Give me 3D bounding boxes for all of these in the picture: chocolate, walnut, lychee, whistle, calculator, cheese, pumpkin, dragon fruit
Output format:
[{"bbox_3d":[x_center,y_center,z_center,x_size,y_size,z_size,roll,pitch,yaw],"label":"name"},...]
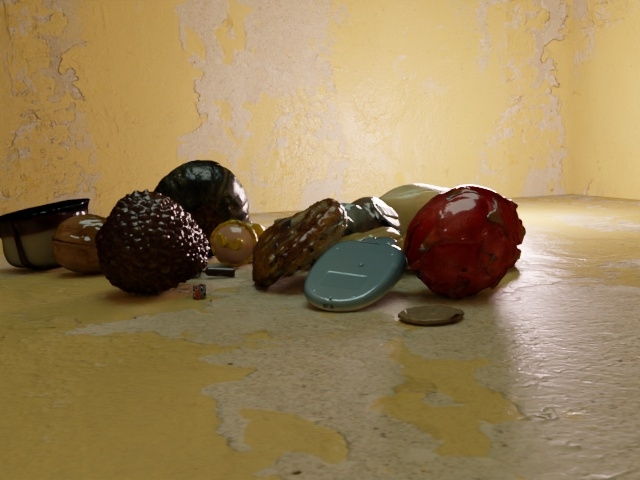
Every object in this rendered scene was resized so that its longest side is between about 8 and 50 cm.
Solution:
[{"bbox_3d":[-0.822,-0.009,2.102,0.283,0.186,0.283,-10,13,2],"label":"chocolate"},{"bbox_3d":[-0.644,0.010,1.946,0.207,0.168,0.167,5,6,-7],"label":"walnut"},{"bbox_3d":[-0.383,0.013,1.620,0.271,0.272,0.271,-3,7,0],"label":"lychee"},{"bbox_3d":[0.092,-0.034,1.889,0.189,0.189,0.347,2,-6,34],"label":"whistle"},{"bbox_3d":[0.077,0.060,1.462,0.188,0.042,0.303,5,31,24],"label":"calculator"},{"bbox_3d":[0.085,0.038,1.695,0.225,0.117,0.214,-12,5,-32],"label":"cheese"},{"bbox_3d":[-0.370,-0.088,2.135,0.320,0.321,0.192,-4,32,-10],"label":"pumpkin"},{"bbox_3d":[0.296,0.002,1.440,0.252,0.241,0.241,-23,0,19],"label":"dragon fruit"}]

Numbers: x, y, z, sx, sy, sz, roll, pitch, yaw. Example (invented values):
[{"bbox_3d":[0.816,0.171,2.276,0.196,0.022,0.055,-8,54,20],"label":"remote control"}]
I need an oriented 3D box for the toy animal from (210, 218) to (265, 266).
[{"bbox_3d":[-0.232,0.008,1.996,0.156,0.156,0.230,-1,-3,12],"label":"toy animal"}]

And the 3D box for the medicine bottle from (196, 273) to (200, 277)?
[{"bbox_3d":[-0.343,0.055,1.848,0.054,0.074,0.118,-4,7,-4],"label":"medicine bottle"}]

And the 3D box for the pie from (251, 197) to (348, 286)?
[{"bbox_3d":[-0.053,0.004,1.655,0.308,0.085,0.308,-33,17,12],"label":"pie"}]

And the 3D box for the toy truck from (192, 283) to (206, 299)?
[{"bbox_3d":[-0.271,0.113,1.561,0.032,0.024,0.083,-8,8,-10],"label":"toy truck"}]

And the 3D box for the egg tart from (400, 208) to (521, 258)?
[{"bbox_3d":[0.352,-0.012,1.798,0.345,0.133,0.345,4,2,0],"label":"egg tart"}]

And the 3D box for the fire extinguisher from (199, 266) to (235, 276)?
[{"bbox_3d":[-0.271,0.080,1.799,0.100,0.032,0.046,3,17,-7],"label":"fire extinguisher"}]

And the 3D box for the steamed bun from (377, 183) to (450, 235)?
[{"bbox_3d":[0.306,-0.075,2.156,0.250,0.200,0.154,-9,10,-21],"label":"steamed bun"}]

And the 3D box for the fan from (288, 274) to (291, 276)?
[{"bbox_3d":[-0.031,0.040,1.848,0.152,0.008,0.226,36,37,15],"label":"fan"}]

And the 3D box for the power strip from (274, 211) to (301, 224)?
[{"bbox_3d":[-0.080,-0.061,2.633,0.256,0.092,0.251,-3,9,28],"label":"power strip"}]

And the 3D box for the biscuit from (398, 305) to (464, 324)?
[{"bbox_3d":[0.199,0.133,1.257,0.120,0.015,0.120,-3,7,0],"label":"biscuit"}]
